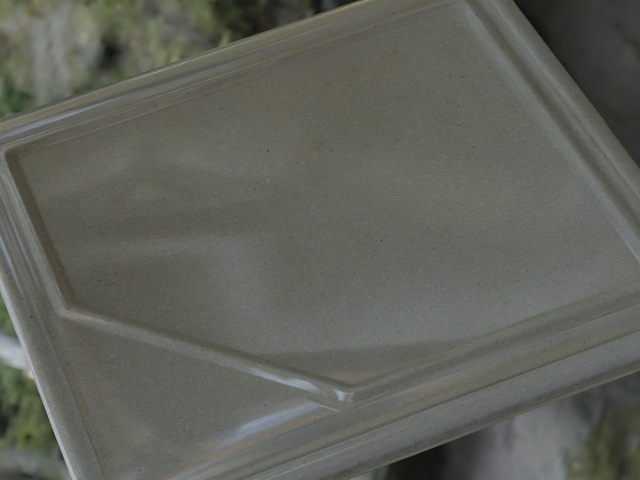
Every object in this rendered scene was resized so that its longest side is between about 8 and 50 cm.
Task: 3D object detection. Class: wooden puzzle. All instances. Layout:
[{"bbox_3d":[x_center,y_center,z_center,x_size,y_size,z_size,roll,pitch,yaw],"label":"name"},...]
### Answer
[{"bbox_3d":[0.000,0.000,0.695,0.239,0.221,0.044,-121,16,-48],"label":"wooden puzzle"}]
